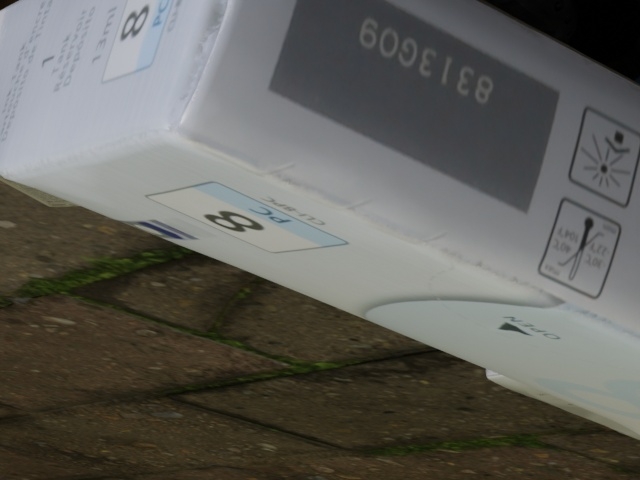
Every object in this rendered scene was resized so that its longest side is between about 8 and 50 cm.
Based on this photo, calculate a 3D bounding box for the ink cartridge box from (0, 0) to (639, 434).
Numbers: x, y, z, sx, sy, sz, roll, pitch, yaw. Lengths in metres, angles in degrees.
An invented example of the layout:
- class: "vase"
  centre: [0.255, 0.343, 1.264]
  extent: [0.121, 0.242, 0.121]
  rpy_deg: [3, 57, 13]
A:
- class: "ink cartridge box"
  centre: [0.000, 0.000, 0.692]
  extent: [0.308, 0.091, 0.385]
  rpy_deg: [23, 164, -27]

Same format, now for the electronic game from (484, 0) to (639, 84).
- class: "electronic game"
  centre: [0.059, -0.095, 0.676]
  extent: [0.229, 0.048, 0.229]
  rpy_deg: [9, 162, 3]

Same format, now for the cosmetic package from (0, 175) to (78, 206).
- class: "cosmetic package"
  centre: [-0.158, -0.057, 0.913]
  extent: [0.060, 0.041, 0.115]
  rpy_deg: [-1, 160, 31]

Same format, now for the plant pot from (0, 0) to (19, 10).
- class: "plant pot"
  centre: [-0.050, -0.069, 0.732]
  extent: [0.236, 0.032, 0.236]
  rpy_deg: [15, 167, 3]

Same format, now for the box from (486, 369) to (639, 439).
- class: "box"
  centre: [0.216, 0.035, 0.889]
  extent: [0.182, 0.119, 0.181]
  rpy_deg: [23, 158, -37]
